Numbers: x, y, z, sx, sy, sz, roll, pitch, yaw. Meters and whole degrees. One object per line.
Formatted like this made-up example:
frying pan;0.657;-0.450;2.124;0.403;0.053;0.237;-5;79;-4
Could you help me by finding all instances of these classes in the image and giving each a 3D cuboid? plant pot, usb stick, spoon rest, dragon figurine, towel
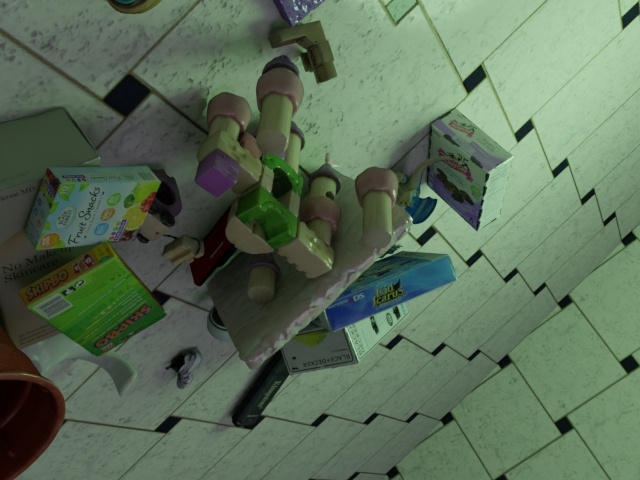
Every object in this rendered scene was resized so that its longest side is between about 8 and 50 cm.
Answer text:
plant pot;-0.497;0.159;0.943;0.272;0.265;0.272;-30;149;-20
usb stick;-0.126;0.346;1.851;0.077;0.045;0.278;0;132;-50
spoon rest;-0.443;0.199;1.272;0.276;0.084;0.137;19;115;-42
dragon figurine;0.178;-0.081;1.584;0.144;0.085;0.289;3;134;-53
towel;-0.033;0.033;1.283;0.332;0.317;0.053;-43;115;-2

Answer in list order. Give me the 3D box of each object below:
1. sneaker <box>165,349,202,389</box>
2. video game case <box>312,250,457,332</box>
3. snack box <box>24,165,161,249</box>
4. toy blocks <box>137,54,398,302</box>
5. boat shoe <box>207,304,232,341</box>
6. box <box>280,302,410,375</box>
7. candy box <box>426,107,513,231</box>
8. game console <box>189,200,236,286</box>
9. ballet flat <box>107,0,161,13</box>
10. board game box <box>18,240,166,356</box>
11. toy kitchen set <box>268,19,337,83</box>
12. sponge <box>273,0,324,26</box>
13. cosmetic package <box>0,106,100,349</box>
sneaker;-0.287;0.263;1.564;0.069;0.038;0.098;3;120;-49
video game case;0.100;0.094;1.545;0.269;0.061;0.244;-21;-175;-15
snack box;-0.275;-0.041;0.938;0.141;0.037;0.100;-6;134;-49
toy blocks;-0.079;-0.105;1.166;0.309;0.260;0.288;-29;128;29
boat shoe;-0.087;0.078;1.469;0.306;0.113;0.105;-27;144;-27
box;0.056;0.178;1.628;0.169;0.087;0.290;-15;-172;31
candy box;0.296;-0.141;1.562;0.070;0.165;0.196;-33;149;-17
game console;-0.153;0.011;1.333;0.085;0.124;0.144;30;108;-32
ballet flat;-0.155;-0.349;0.873;0.232;0.080;0.073;-42;179;7
board game box;-0.301;0.090;1.066;0.124;0.039;0.259;-31;156;-8
toy kitchen set;-0.032;-0.263;1.122;0.075;0.083;0.068;-22;-173;-29
sponge;0.017;-0.393;1.034;0.210;0.031;0.117;-41;151;-2
cosmetic package;-0.375;-0.006;1.020;0.160;0.113;0.309;-25;148;-28
